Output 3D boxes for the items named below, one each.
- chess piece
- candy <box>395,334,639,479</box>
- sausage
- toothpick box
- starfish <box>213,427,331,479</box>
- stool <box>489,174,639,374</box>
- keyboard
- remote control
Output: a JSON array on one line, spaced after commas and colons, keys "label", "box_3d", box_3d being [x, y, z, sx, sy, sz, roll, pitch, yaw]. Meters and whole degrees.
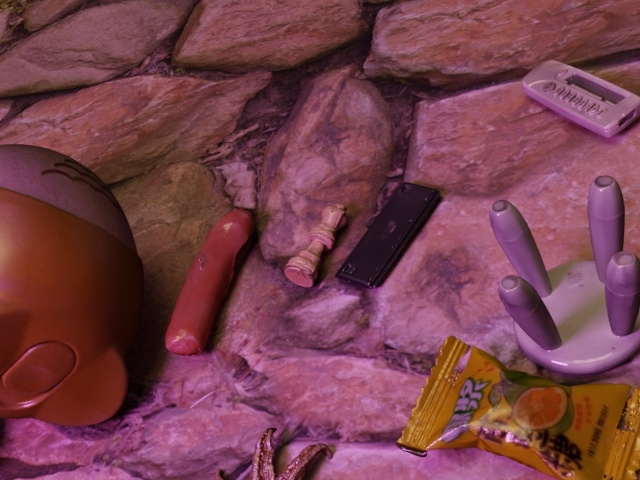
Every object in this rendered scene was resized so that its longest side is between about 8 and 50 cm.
[{"label": "chess piece", "box_3d": [0.000, 0.001, 1.561, 0.060, 0.060, 0.172, 8, 52, 34]}, {"label": "candy", "box_3d": [0.267, 0.233, 1.162, 0.297, 0.081, 0.187, 15, 56, 25]}, {"label": "sausage", "box_3d": [-0.195, 0.070, 1.581, 0.087, 0.079, 0.327, -13, 41, 33]}, {"label": "toothpick box", "box_3d": [-0.501, 0.083, 1.492, 0.408, 0.409, 0.425, -27, 46, 1]}, {"label": "starfish", "box_3d": [-0.077, 0.357, 1.240, 0.213, 0.057, 0.238, -14, 35, 31]}, {"label": "stool", "box_3d": [0.343, 0.049, 1.215, 0.195, 0.199, 0.195, -12, 42, 16]}, {"label": "keyboard", "box_3d": [0.115, -0.011, 1.531, 0.093, 0.025, 0.230, 17, 58, 37]}, {"label": "remote control", "box_3d": [0.452, -0.248, 1.567, 0.090, 0.049, 0.230, -36, 41, -9]}]
